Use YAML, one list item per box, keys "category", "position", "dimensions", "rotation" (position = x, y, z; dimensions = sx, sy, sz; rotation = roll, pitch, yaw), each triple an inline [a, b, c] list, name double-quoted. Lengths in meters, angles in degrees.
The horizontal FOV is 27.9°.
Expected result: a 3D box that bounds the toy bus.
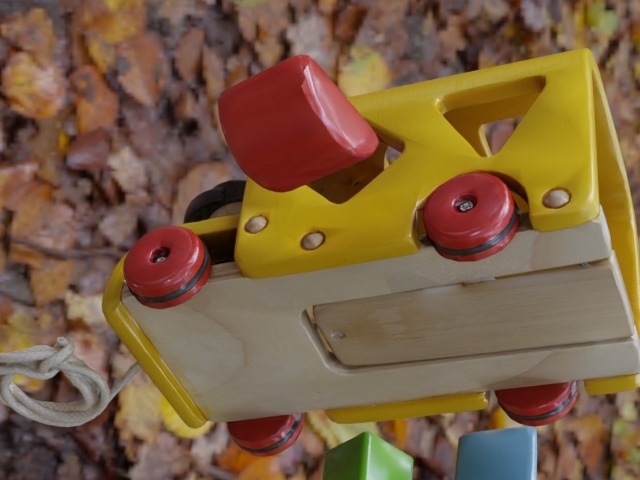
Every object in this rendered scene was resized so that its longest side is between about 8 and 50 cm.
- category: "toy bus"
  position: [0.013, 0.002, 0.444]
  dimensions: [0.191, 0.202, 0.104]
  rotation: [-53, -159, 44]
